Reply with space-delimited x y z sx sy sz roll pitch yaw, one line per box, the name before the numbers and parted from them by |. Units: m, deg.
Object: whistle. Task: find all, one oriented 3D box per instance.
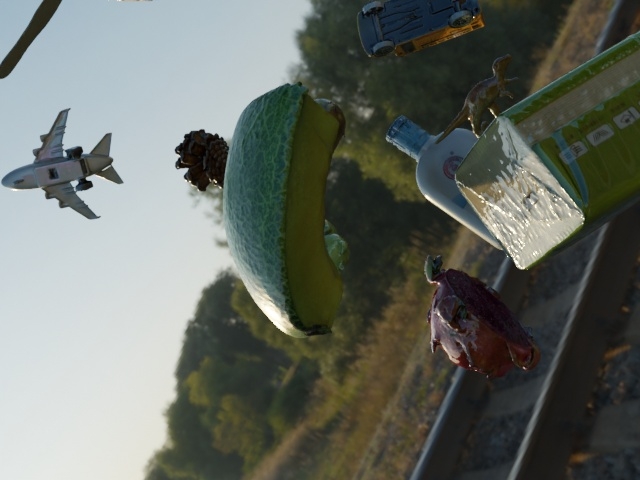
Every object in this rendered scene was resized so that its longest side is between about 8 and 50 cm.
whistle | 0.000 0.000 2.031 0.085 0.227 0.105 -7 -51 -32

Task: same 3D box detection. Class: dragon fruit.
dragon fruit | 0.139 0.084 0.777 0.068 0.126 0.112 -50 24 20

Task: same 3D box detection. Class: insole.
insole | -0.466 -0.344 1.370 0.197 0.004 0.065 -56 1 -2

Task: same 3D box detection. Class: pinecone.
pinecone | -0.316 -0.219 2.310 0.150 0.195 0.179 -40 -47 -10

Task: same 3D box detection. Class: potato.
potato | -0.024 -0.237 1.865 0.176 0.137 0.137 -31 -16 -28

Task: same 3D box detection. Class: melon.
melon | -0.052 -0.030 1.331 0.331 0.226 0.343 156 126 -63

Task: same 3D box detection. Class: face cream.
face cream | 0.279 -0.133 1.659 0.163 0.336 0.080 -54 -16 6

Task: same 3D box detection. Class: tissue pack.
tissue pack | 0.331 -0.114 1.004 0.274 0.167 0.200 -32 -12 -16

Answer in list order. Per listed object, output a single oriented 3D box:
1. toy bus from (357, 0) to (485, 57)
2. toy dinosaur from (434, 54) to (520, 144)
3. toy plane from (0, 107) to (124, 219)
toy bus | 0.134 -0.294 1.127 0.074 0.162 0.069 23 -127 -68
toy dinosaur | 0.254 -0.231 1.401 0.039 0.162 0.126 -80 -27 -57
toy plane | -0.568 -0.153 1.838 0.101 0.255 0.251 -141 38 -72
